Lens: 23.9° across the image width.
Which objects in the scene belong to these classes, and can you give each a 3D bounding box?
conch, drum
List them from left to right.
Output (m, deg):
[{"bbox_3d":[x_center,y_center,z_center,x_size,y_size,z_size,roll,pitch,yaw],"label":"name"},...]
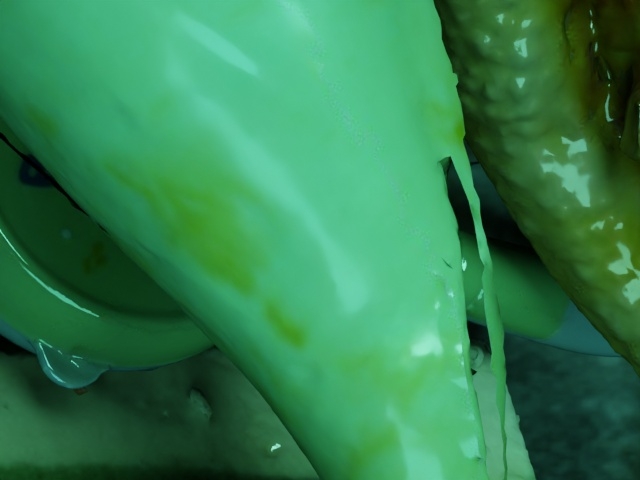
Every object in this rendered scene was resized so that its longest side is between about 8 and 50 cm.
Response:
[{"bbox_3d":[-0.020,-0.061,0.380,0.250,0.137,0.143,55,159,-10],"label":"conch"},{"bbox_3d":[-0.003,-0.020,0.485,0.253,0.130,0.049,0,162,-31],"label":"drum"}]

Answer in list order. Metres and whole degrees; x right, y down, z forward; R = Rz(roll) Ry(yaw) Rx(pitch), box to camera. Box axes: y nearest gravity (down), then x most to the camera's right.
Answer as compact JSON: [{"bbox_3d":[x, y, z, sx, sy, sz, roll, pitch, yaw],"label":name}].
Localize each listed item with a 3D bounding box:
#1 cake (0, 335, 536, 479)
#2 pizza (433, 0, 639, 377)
[{"bbox_3d":[-0.049,0.082,0.467,0.172,0.158,0.283,-33,133,19],"label":"cake"},{"bbox_3d":[0.108,-0.081,0.395,0.182,0.074,0.365,13,136,25],"label":"pizza"}]
